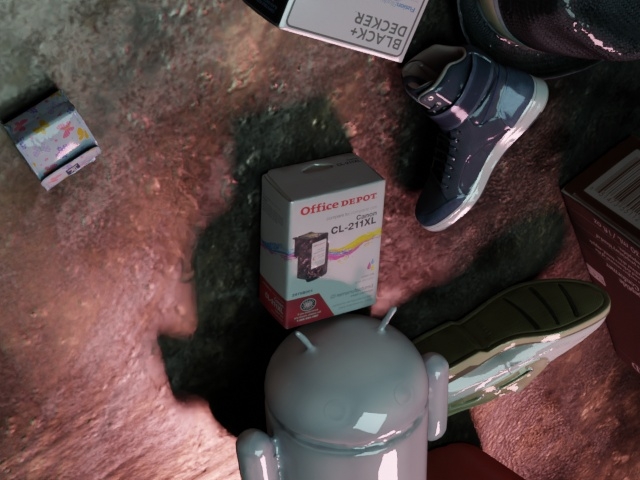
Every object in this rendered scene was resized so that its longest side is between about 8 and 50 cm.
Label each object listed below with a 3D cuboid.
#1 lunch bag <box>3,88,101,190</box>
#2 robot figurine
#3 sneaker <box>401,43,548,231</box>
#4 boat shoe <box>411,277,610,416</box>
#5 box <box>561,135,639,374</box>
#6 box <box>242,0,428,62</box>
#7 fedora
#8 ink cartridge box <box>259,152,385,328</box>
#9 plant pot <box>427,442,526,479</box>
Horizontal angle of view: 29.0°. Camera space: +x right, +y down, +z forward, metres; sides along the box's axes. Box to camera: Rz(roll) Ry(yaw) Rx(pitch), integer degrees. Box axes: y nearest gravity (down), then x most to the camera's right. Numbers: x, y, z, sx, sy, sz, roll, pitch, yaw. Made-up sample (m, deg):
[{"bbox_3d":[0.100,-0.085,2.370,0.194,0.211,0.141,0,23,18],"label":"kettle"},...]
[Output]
[{"bbox_3d":[-0.260,-0.094,1.223,0.071,0.053,0.083,-33,141,-10],"label":"lunch bag"},{"bbox_3d":[0.032,0.237,1.528,0.299,0.200,0.354,-21,129,-27],"label":"robot figurine"},{"bbox_3d":[0.138,-0.125,1.446,0.163,0.086,0.226,20,113,-32],"label":"sneaker"},{"bbox_3d":[0.252,0.145,1.683,0.302,0.113,0.103,-20,130,-9],"label":"boat shoe"},{"bbox_3d":[0.480,0.059,1.716,0.143,0.191,0.381,-37,131,-7],"label":"box"},{"bbox_3d":[0.056,-0.340,1.246,0.169,0.087,0.290,10,113,-37],"label":"box"},{"bbox_3d":[0.324,-0.300,1.404,0.334,0.152,0.334,-17,126,-24],"label":"fedora"},{"bbox_3d":[0.000,0.000,1.439,0.127,0.072,0.175,-14,126,-25],"label":"ink cartridge box"},{"bbox_3d":[0.227,0.434,1.755,0.274,0.243,0.275,-17,127,-23],"label":"plant pot"}]
